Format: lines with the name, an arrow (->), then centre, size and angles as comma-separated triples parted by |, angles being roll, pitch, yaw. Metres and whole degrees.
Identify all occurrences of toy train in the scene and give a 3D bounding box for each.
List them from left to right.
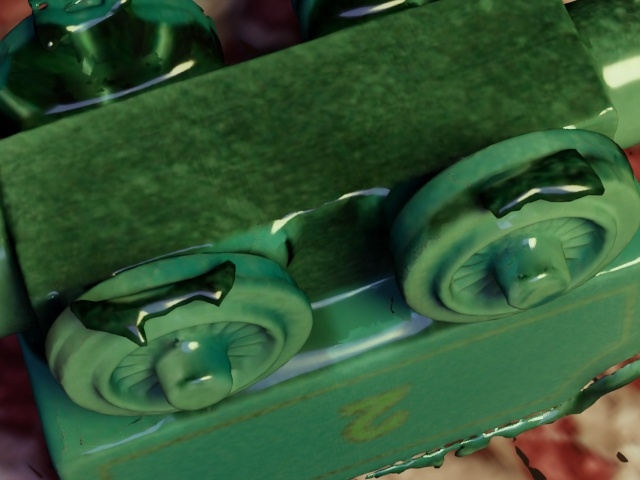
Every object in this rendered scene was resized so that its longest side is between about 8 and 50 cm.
toy train -> 0.000, 0.000, 0.510 | 0.203, 0.163, 0.112 | -17, 61, -4
